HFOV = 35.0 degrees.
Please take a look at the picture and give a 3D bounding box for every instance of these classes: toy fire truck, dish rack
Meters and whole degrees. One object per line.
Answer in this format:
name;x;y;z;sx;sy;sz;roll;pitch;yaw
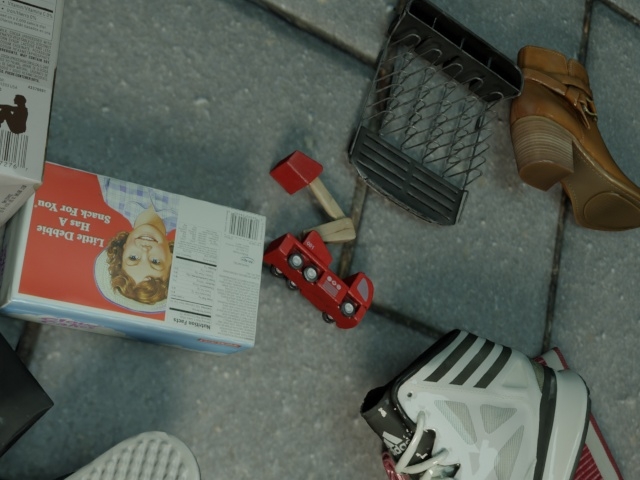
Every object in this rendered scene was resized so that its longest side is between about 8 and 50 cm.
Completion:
toy fire truck;0.000;0.000;1.227;0.192;0.047;0.135;42;57;-14
dish rack;0.150;-0.164;1.354;0.208;0.074;0.271;30;62;-20

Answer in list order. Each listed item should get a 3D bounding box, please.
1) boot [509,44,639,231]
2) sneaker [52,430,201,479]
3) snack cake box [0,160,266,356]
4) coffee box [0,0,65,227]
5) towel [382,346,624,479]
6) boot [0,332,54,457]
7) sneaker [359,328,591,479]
boot;0.382;-0.146;1.487;0.284;0.109;0.220;21;55;-26
sneaker;-0.256;0.288;0.943;0.321;0.127;0.126;-23;73;-10
snack cake box;-0.197;0.025;1.074;0.264;0.089;0.152;15;70;-27
coffee box;-0.337;-0.180;1.004;0.119;0.168;0.297;12;69;-29
towel;0.244;0.304;1.292;0.329;0.037;0.237;-24;88;-35
boot;-0.497;0.080;0.855;0.367;0.146;0.445;-37;100;-32
sneaker;0.135;0.302;1.133;0.258;0.169;0.447;26;57;-10
